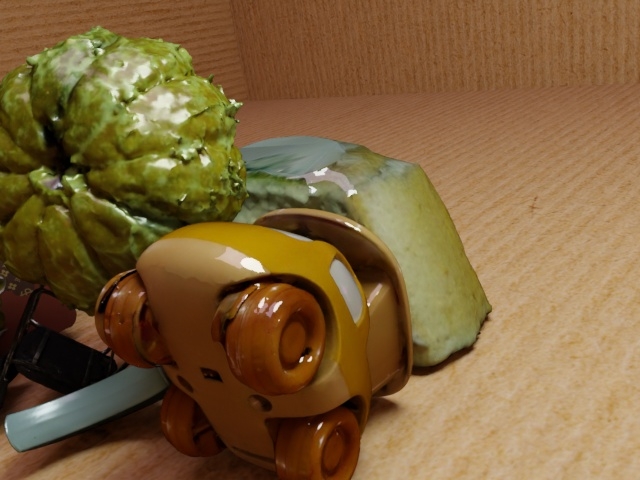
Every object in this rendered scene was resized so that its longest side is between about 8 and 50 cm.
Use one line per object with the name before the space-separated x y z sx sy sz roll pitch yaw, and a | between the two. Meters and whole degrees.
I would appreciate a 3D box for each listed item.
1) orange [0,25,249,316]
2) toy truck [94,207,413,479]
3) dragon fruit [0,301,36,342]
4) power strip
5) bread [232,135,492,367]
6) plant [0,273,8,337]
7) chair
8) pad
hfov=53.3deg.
orange | -0.223 -0.080 0.698 0.300 0.301 0.223 29 14 4
toy truck | -0.044 0.097 0.592 0.204 0.288 0.211 3 35 35
dragon fruit | -0.506 0.137 0.911 0.192 0.122 0.092 -28 -1 -39
power strip | -0.211 0.161 0.686 0.216 0.044 0.137 -25 -12 1
bread | 0.008 -0.001 0.835 0.395 0.264 0.239 -1 17 25
plant | -0.503 0.095 0.752 0.297 0.306 0.261 -31 -36 33
chair | -0.325 0.152 0.798 0.145 0.221 0.140 30 8 -19
pad | -0.486 0.040 0.921 0.181 0.267 0.004 -26 -10 -48
